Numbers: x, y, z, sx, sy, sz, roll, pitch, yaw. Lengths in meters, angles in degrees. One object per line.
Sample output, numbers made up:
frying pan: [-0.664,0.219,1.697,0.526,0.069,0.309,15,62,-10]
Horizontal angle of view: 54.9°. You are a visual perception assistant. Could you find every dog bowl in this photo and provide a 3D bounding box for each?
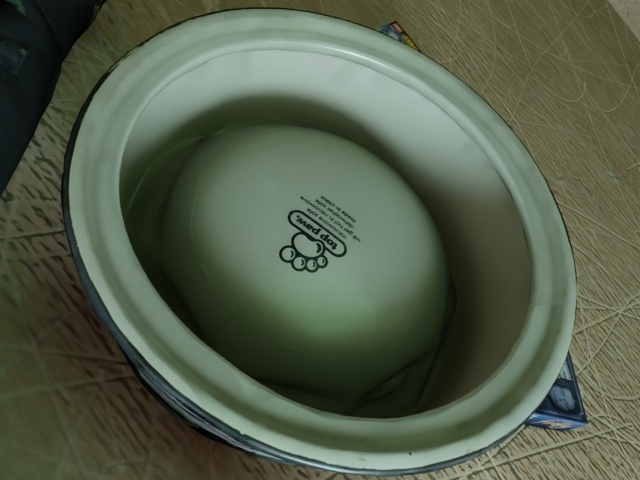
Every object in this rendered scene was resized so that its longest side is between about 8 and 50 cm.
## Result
dog bowl: [0.000,0.000,0.527,0.407,0.150,0.408,11,57,-17]

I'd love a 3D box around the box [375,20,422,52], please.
box: [0.130,-0.269,0.950,0.137,0.027,0.094,51,45,0]

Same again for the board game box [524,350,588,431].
board game box: [0.243,0.107,0.784,0.165,0.042,0.244,18,53,-30]

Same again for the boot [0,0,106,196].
boot: [-0.367,-0.159,0.409,0.366,0.146,0.446,26,54,-21]
